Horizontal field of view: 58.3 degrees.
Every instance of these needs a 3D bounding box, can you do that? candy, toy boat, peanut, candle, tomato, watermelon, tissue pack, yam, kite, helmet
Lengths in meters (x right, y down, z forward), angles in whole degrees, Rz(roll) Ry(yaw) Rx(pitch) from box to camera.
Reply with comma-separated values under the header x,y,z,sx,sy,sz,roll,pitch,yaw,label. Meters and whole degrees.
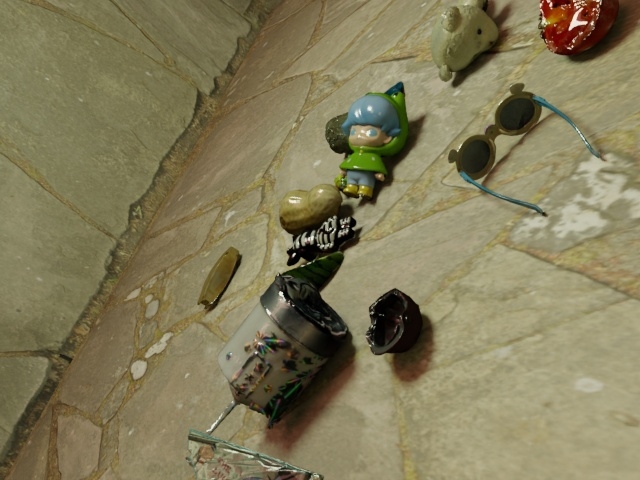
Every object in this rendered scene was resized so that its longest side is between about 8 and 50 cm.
x,y,z,sx,sy,sz,roll,pitch,yaw,label
0.071,-0.183,1.488,0.062,0.058,0.194,-2,33,8,candy
-0.312,0.113,1.751,0.206,0.064,0.072,-61,12,-13,toy boat
-0.028,-0.081,1.439,0.110,0.120,0.236,-24,1,-34,peanut
-0.102,0.236,1.112,0.330,0.187,0.187,-52,26,6,candle
0.473,-0.408,1.033,0.139,0.091,0.159,-22,67,62,tomato
-0.040,0.074,1.325,0.181,0.075,0.092,-26,34,47,watermelon
0.170,-0.377,1.569,0.138,0.028,0.085,-34,32,30,tissue pack
0.089,-0.292,1.515,0.183,0.107,0.107,-7,53,52,yam
-0.154,0.483,0.962,0.368,0.014,0.406,-30,52,4,kite
0.130,0.144,0.963,0.098,0.070,0.123,-38,37,42,helmet

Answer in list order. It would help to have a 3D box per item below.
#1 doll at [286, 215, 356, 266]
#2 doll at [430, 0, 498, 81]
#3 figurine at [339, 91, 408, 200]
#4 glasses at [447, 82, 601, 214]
x,y,z,sx,sy,sz,roll,pitch,yaw,label
0.000,0.000,1.359,0.219,0.067,0.091,-21,52,40,doll
0.343,-0.503,1.352,0.149,0.175,0.278,3,42,16,doll
0.119,-0.227,1.356,0.162,0.143,0.264,10,84,44,figurine
0.351,-0.136,0.971,0.190,0.088,0.221,-47,47,13,glasses
